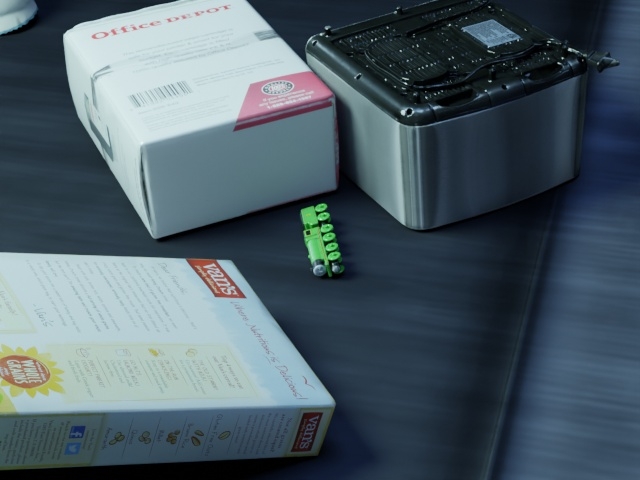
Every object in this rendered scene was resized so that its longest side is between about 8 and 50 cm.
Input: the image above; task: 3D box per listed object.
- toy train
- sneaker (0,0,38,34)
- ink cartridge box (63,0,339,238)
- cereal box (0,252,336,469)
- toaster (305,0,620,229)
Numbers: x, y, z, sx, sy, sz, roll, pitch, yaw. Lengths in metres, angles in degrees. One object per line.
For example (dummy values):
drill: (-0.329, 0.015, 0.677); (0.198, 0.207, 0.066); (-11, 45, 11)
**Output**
toy train: (0.000, 0.000, 1.163); (0.023, 0.017, 0.083); (-15, 33, 1)
sneaker: (-0.387, -0.252, 1.527); (0.228, 0.092, 0.087); (-1, 35, 8)
ink cartridge box: (-0.098, -0.107, 1.269); (0.158, 0.092, 0.218); (-15, 36, -16)
cereal box: (-0.132, 0.069, 0.971); (0.240, 0.047, 0.173); (3, 29, -30)
toaster: (0.104, -0.104, 1.224); (0.168, 0.110, 0.185); (-20, 36, -22)
